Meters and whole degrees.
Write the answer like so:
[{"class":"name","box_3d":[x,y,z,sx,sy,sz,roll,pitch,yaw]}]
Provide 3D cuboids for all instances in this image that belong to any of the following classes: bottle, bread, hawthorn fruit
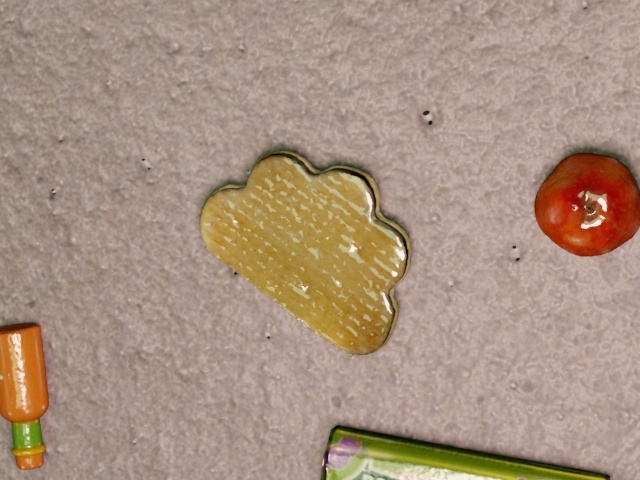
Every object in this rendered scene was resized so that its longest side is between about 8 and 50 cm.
[{"class":"bottle","box_3d":[-0.385,0.203,2.004,0.069,0.069,0.187,-5,95,13]},{"class":"bread","box_3d":[0.000,0.000,1.899,0.286,0.056,0.207,40,106,5]},{"class":"hawthorn fruit","box_3d":[0.313,-0.035,1.796,0.125,0.140,0.125,-3,125,-5]}]

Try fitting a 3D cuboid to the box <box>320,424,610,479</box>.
[{"class":"box","box_3d":[0.168,0.318,1.878,0.345,0.097,0.134,10,97,12]}]
